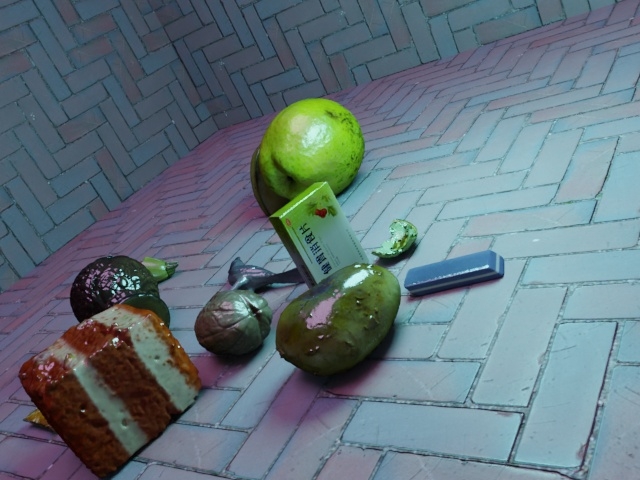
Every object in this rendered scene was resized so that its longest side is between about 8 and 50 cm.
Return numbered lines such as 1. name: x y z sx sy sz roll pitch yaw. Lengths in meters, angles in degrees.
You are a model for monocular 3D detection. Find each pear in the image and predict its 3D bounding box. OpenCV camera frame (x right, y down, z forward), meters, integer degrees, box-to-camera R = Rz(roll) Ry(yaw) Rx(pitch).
1. pear: -0.043 -0.308 2.225 0.391 0.390 0.391 -23 23 10

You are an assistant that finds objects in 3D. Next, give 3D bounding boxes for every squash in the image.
1. squash: -0.577 0.111 2.289 0.132 0.105 0.105 -1 29 13

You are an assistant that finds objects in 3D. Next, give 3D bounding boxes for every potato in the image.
1. potato: 0.045 0.166 1.351 0.307 0.173 0.210 -39 23 -21
2. potato: -0.184 -0.270 2.430 0.269 0.255 0.112 -41 28 -30

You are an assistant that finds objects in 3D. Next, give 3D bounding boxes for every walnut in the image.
1. walnut: -0.229 0.210 1.579 0.231 0.178 0.178 -19 21 49

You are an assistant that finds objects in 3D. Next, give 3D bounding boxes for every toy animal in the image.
1. toy animal: -0.210 0.124 1.840 0.367 0.081 0.206 7 42 47

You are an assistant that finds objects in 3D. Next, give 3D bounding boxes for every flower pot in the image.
1. flower pot: -0.591 0.205 1.882 0.267 0.266 0.267 -35 34 -19

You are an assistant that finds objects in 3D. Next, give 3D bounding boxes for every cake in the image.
1. cake: -0.494 0.328 1.474 0.320 0.269 0.270 -39 25 -29

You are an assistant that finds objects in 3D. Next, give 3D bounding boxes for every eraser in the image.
1. eraser: 0.305 0.074 1.437 0.225 0.036 0.082 -16 25 24

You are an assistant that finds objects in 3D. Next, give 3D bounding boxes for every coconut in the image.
1. coconut: 0.204 0.004 1.673 0.133 0.055 0.158 5 40 50

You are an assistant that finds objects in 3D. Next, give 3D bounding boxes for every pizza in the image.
1. pizza: -0.744 0.481 1.721 0.176 0.036 0.184 -28 24 4

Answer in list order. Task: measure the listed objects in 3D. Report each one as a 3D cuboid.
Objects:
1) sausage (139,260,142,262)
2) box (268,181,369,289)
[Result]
1. sausage: -0.742 0.132 2.467 0.034 0.034 0.129 -6 31 41
2. box: 0.000 0.000 1.639 0.175 0.260 0.062 -39 23 -27
